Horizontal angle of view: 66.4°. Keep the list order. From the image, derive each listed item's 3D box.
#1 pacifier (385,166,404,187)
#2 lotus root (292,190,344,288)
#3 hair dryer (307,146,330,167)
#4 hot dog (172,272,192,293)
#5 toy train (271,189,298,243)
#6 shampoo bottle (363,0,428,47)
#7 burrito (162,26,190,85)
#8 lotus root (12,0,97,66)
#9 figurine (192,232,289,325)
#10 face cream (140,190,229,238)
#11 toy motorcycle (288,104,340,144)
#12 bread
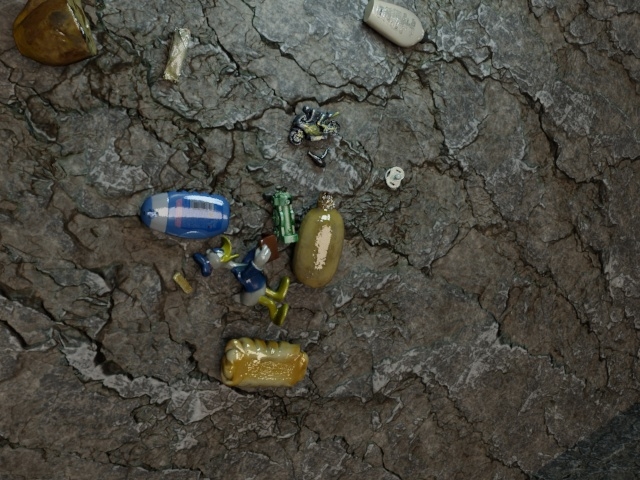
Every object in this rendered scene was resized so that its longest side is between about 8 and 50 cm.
[{"bbox_3d":[0.283,-0.242,1.847,0.068,0.064,0.083,29,86,-11],"label":"pacifier"},{"bbox_3d":[0.000,0.000,1.701,0.169,0.151,0.343,9,99,-28],"label":"lotus root"},{"bbox_3d":[0.001,-0.305,1.719,0.079,0.031,0.083,40,67,-18],"label":"hair dryer"},{"bbox_3d":[-0.447,0.134,1.570,0.030,0.034,0.090,-48,136,-22],"label":"hot dog"},{"bbox_3d":[-0.123,-0.080,1.652,0.071,0.104,0.178,-10,104,-20],"label":"toy train"},{"bbox_3d":[0.275,-0.763,1.731,0.256,0.078,0.127,14,89,-26],"label":"shampoo bottle"},{"bbox_3d":[-0.423,-0.548,1.445,0.051,0.042,0.171,13,97,-25],"label":"burrito"},{"bbox_3d":[-0.686,-0.544,1.240,0.179,0.188,0.199,-16,109,-9],"label":"lotus root"},{"bbox_3d":[-0.244,0.095,1.582,0.338,0.205,0.284,18,117,-16],"label":"figurine"},{"bbox_3d":[-0.418,-0.080,1.513,0.263,0.083,0.149,3,98,-27],"label":"face cream"},{"bbox_3d":[-0.023,-0.400,1.663,0.193,0.061,0.124,-17,114,-15],"label":"toy motorcycle"},{"bbox_3d":[-0.194,0.427,1.705,0.311,0.121,0.173,13,97,-28],"label":"bread"}]
